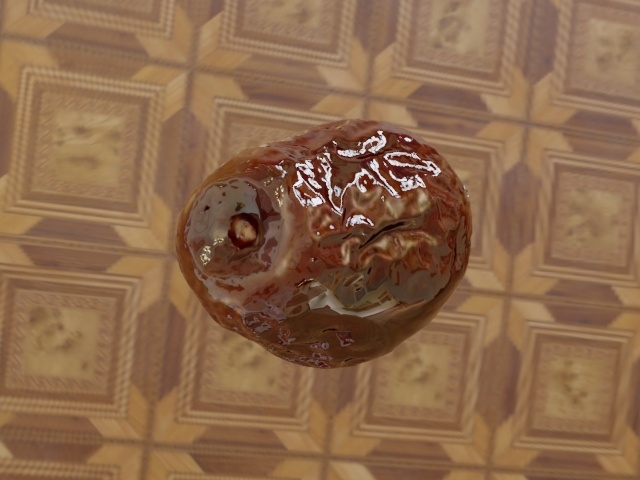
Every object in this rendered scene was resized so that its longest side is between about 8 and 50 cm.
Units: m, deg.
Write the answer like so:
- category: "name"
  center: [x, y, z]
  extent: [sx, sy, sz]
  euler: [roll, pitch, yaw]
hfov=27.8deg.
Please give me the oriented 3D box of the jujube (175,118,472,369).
- category: "jujube"
  center: [0.000, 0.000, 0.915]
  extent: [0.255, 0.190, 0.190]
  euler: [11, 86, -61]
